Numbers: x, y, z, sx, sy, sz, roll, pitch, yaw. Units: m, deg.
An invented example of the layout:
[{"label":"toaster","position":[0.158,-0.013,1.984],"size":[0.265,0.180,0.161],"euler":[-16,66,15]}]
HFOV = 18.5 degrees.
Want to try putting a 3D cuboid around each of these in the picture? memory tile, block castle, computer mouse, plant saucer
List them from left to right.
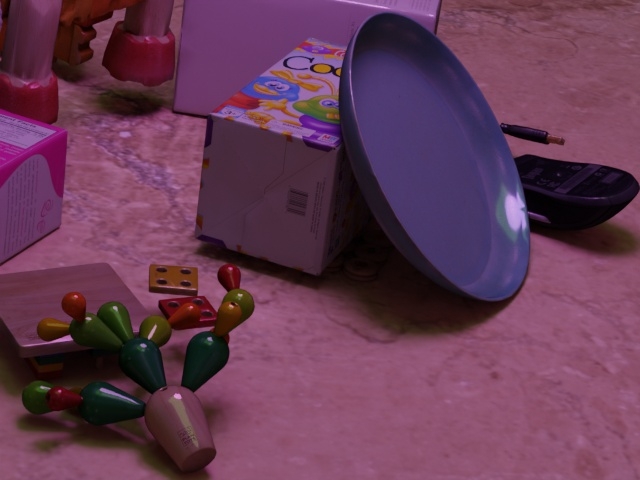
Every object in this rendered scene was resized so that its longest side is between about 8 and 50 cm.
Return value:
[{"label":"block castle","position":[-0.407,-0.286,2.255],"size":[0.453,0.213,0.303],"euler":[27,30,24]},{"label":"memory tile","position":[0.000,0.000,2.041],"size":[0.148,0.012,0.113],"euler":[14,27,13]},{"label":"plant saucer","position":[0.110,-0.080,1.989],"size":[0.044,0.317,0.317],"euler":[-25,12,29]},{"label":"computer mouse","position":[0.250,-0.068,2.203],"size":[0.262,0.060,0.184],"euler":[10,28,30]}]

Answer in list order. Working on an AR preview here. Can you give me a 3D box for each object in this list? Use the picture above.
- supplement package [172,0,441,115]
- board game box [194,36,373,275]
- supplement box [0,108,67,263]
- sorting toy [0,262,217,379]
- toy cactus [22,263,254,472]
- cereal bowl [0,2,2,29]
[{"label":"supplement package","position":[-0.011,-0.239,2.330],"size":[0.293,0.177,0.175],"euler":[10,27,3]},{"label":"board game box","position":[-0.007,-0.095,2.053],"size":[0.142,0.144,0.275],"euler":[16,26,16]},{"label":"supplement box","position":[-0.351,-0.041,1.909],"size":[0.114,0.111,0.220],"euler":[18,27,21]},{"label":"sorting toy","position":[-0.225,0.075,1.787],"size":[0.274,0.046,0.132],"euler":[-7,30,-27]},{"label":"toy cactus","position":[-0.138,0.111,1.666],"size":[0.219,0.112,0.180],"euler":[-19,56,-21]},{"label":"cereal bowl","position":[-0.450,-0.152,1.947],"size":[0.141,0.339,0.339],"euler":[55,33,-3]}]
